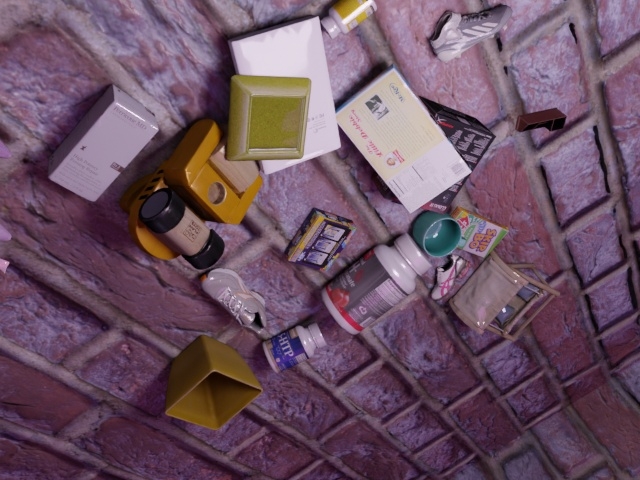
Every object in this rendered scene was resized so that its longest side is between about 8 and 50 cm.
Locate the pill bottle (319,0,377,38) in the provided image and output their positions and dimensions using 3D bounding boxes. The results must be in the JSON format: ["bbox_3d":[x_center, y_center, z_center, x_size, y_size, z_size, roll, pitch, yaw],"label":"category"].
[{"bbox_3d":[0.058,-0.491,1.288,0.116,0.065,0.065,-36,134,7],"label":"pill bottle"}]

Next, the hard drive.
[{"bbox_3d":[-0.072,-0.322,1.338,0.203,0.040,0.308,-22,123,-16],"label":"hard drive"}]

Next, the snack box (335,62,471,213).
[{"bbox_3d":[0.199,-0.243,1.455,0.187,0.060,0.322,-35,107,21],"label":"snack box"}]

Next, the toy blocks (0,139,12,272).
[{"bbox_3d":[-0.730,-0.056,1.150,0.260,0.289,0.309,30,109,-34],"label":"toy blocks"}]

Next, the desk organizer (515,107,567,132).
[{"bbox_3d":[0.625,-0.334,1.687,0.130,0.050,0.047,-14,132,-13],"label":"desk organizer"}]

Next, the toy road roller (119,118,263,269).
[{"bbox_3d":[-0.318,-0.111,1.389,0.202,0.240,0.330,50,61,-43],"label":"toy road roller"}]

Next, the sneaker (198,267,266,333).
[{"bbox_3d":[-0.234,0.175,1.689,0.099,0.121,0.262,-40,133,11],"label":"sneaker"}]

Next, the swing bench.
[{"bbox_3d":[0.633,0.197,2.068,0.254,0.165,0.253,15,121,-33],"label":"swing bench"}]

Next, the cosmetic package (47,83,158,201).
[{"bbox_3d":[-0.469,-0.206,1.282,0.231,0.085,0.117,-43,133,16],"label":"cosmetic package"}]

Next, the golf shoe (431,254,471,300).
[{"bbox_3d":[0.416,0.120,1.984,0.086,0.067,0.186,28,119,-7],"label":"golf shoe"}]

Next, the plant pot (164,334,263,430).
[{"bbox_3d":[-0.337,0.415,1.803,0.212,0.187,0.212,-42,132,13],"label":"plant pot"}]

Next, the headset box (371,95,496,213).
[{"bbox_3d":[0.291,-0.209,1.602,0.218,0.110,0.293,11,123,-30],"label":"headset box"}]

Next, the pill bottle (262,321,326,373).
[{"bbox_3d":[-0.081,0.337,1.903,0.186,0.112,0.112,-26,134,-3],"label":"pill bottle"}]

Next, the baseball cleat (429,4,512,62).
[{"bbox_3d":[0.355,-0.510,1.402,0.206,0.072,0.109,-37,127,4],"label":"baseball cleat"}]

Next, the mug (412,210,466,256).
[{"bbox_3d":[0.349,-0.019,1.789,0.129,0.097,0.158,-37,124,0],"label":"mug"}]

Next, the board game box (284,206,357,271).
[{"bbox_3d":[0.000,0.000,1.695,0.141,0.048,0.170,18,119,-33],"label":"board game box"}]

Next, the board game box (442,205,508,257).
[{"bbox_3d":[0.495,-0.021,1.912,0.259,0.039,0.124,16,121,-37],"label":"board game box"}]

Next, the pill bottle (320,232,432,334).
[{"bbox_3d":[0.172,0.124,1.789,0.318,0.176,0.176,-39,133,11],"label":"pill bottle"}]

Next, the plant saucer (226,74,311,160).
[{"bbox_3d":[-0.104,-0.259,1.300,0.188,0.045,0.188,-6,118,-26],"label":"plant saucer"}]
